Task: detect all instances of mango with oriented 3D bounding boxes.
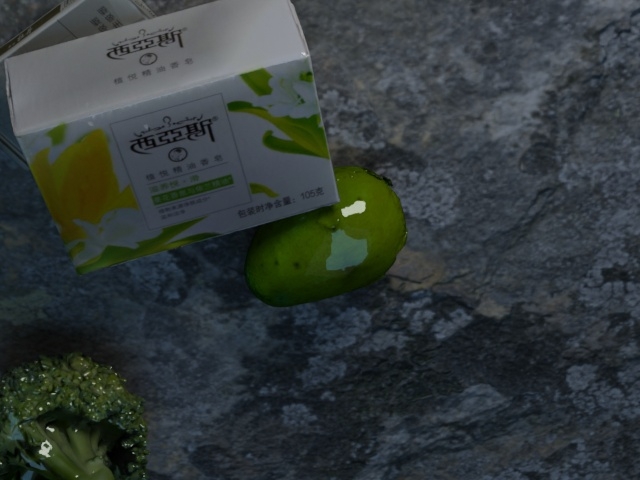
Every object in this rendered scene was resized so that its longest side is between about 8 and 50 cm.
[{"bbox_3d":[-0.001,-0.001,1.371,0.178,0.119,0.100,-34,151,16],"label":"mango"}]

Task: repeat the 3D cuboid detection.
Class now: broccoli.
[{"bbox_3d":[-0.275,0.225,1.490,0.198,0.176,0.226,-24,101,-16],"label":"broccoli"}]

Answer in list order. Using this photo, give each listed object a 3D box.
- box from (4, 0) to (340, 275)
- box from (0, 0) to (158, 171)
[{"bbox_3d":[-0.128,-0.096,1.255,0.261,0.111,0.194,-15,139,0],"label":"box"},{"bbox_3d":[-0.231,-0.153,1.274,0.198,0.029,0.109,-32,127,17],"label":"box"}]
